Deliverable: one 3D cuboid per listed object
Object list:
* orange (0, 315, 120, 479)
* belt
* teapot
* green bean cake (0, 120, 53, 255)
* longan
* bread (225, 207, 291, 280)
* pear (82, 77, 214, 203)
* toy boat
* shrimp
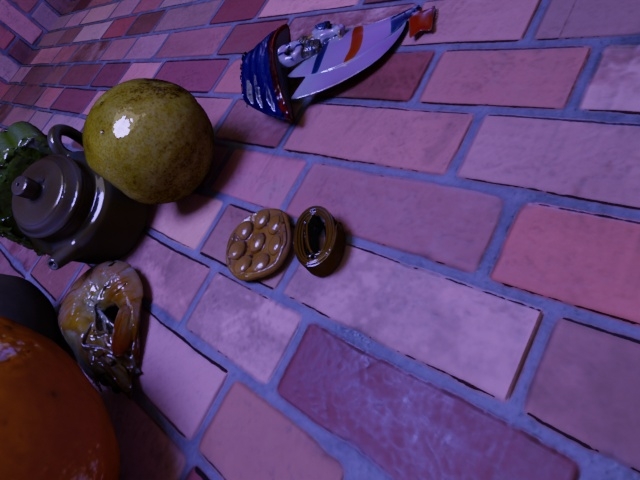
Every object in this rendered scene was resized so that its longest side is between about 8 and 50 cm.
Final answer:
[{"bbox_3d":[-0.412,0.259,0.373,0.422,0.326,0.425,0,85,-3],"label":"orange"},{"bbox_3d":[0.000,0.000,0.504,0.059,0.036,0.084,-15,56,19],"label":"belt"},{"bbox_3d":[-0.417,-0.074,0.700,0.185,0.175,0.268,-17,72,13],"label":"teapot"},{"bbox_3d":[-0.542,-0.094,0.806,0.200,0.214,0.113,-49,53,-4],"label":"green bean cake"},{"bbox_3d":[-0.522,0.168,0.640,0.245,0.215,0.246,-7,37,6],"label":"longan"},{"bbox_3d":[-0.082,0.004,0.563,0.109,0.024,0.110,-15,57,24],"label":"bread"},{"bbox_3d":[-0.259,-0.162,0.665,0.197,0.197,0.198,-16,55,25],"label":"pear"},{"bbox_3d":[0.006,-0.273,0.657,0.317,0.072,0.219,10,66,27],"label":"toy boat"},{"bbox_3d":[-0.315,0.126,0.627,0.145,0.061,0.267,-40,46,-5],"label":"shrimp"}]
